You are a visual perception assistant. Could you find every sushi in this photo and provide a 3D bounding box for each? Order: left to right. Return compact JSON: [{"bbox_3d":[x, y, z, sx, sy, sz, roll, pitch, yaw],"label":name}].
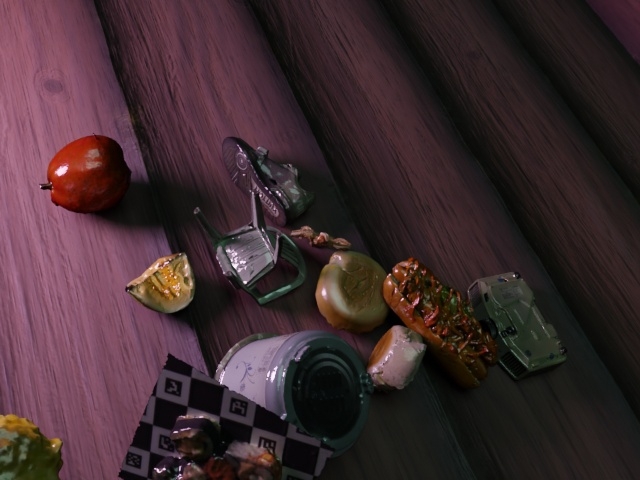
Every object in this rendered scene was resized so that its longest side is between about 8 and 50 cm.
[{"bbox_3d":[-0.194,0.417,1.231,0.339,0.320,0.069,29,24,2],"label":"sushi"}]

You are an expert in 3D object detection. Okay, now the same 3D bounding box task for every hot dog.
[{"bbox_3d":[0.294,0.188,1.634,0.349,0.117,0.158,50,46,-1],"label":"hot dog"}]

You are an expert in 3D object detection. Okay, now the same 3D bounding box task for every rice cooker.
[{"bbox_3d":[-0.064,0.312,1.370,0.264,0.316,0.317,54,51,-14],"label":"rice cooker"}]

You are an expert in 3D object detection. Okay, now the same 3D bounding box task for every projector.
[{"bbox_3d":[0.488,0.210,1.750,0.193,0.088,0.270,-9,59,-27],"label":"projector"}]

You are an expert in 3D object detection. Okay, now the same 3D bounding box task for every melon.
[{"bbox_3d":[-0.356,0.111,1.558,0.160,0.079,0.128,-37,91,-36],"label":"melon"}]

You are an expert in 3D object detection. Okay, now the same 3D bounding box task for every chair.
[{"bbox_3d":[-0.146,0.021,1.618,0.190,0.275,0.203,-28,67,-6],"label":"chair"}]

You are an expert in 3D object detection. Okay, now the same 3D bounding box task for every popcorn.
[{"bbox_3d":[-0.569,0.436,1.194,0.233,0.192,0.266,24,74,-20],"label":"popcorn"}]

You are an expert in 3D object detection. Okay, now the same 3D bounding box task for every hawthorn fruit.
[{"bbox_3d":[-0.554,-0.150,1.613,0.202,0.185,0.185,-21,64,-26],"label":"hawthorn fruit"}]

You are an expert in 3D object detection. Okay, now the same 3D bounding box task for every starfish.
[{"bbox_3d":[0.001,-0.010,1.679,0.150,0.209,0.053,8,88,-3],"label":"starfish"}]

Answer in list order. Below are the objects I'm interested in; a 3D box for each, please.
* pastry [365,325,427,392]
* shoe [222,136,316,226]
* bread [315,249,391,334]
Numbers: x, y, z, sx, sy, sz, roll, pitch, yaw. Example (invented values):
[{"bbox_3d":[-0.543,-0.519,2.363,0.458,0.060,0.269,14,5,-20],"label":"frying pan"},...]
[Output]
[{"bbox_3d":[0.169,0.270,1.563,0.088,0.166,0.166,31,51,-4],"label":"pastry"},{"bbox_3d":[-0.128,-0.171,1.817,0.149,0.109,0.293,-25,69,-36],"label":"shoe"},{"bbox_3d":[0.079,0.128,1.661,0.213,0.105,0.213,15,53,-21],"label":"bread"}]
